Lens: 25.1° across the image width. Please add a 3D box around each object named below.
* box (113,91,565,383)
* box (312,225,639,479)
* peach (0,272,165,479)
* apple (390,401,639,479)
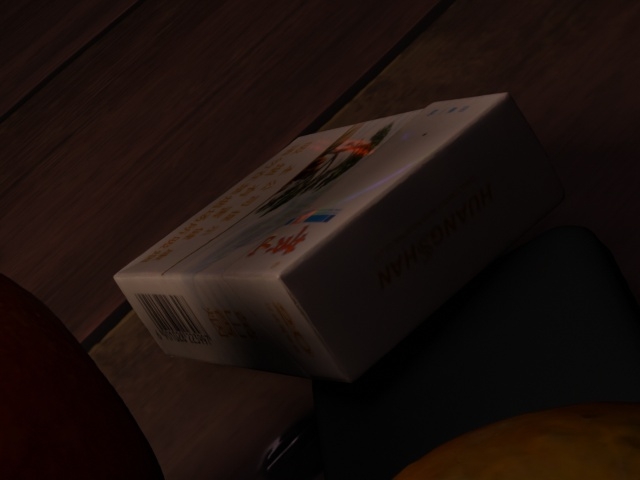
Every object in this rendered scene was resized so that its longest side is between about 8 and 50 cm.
[{"bbox_3d":[0.000,0.000,0.744,0.149,0.067,0.233,-41,16,-21],"label":"box"},{"bbox_3d":[0.075,0.092,0.592,0.160,0.050,0.230,-30,27,11],"label":"box"},{"bbox_3d":[-0.175,0.138,0.592,0.245,0.249,0.275,15,70,12],"label":"peach"},{"bbox_3d":[0.073,0.158,0.344,0.210,0.173,0.235,31,52,19],"label":"apple"}]
